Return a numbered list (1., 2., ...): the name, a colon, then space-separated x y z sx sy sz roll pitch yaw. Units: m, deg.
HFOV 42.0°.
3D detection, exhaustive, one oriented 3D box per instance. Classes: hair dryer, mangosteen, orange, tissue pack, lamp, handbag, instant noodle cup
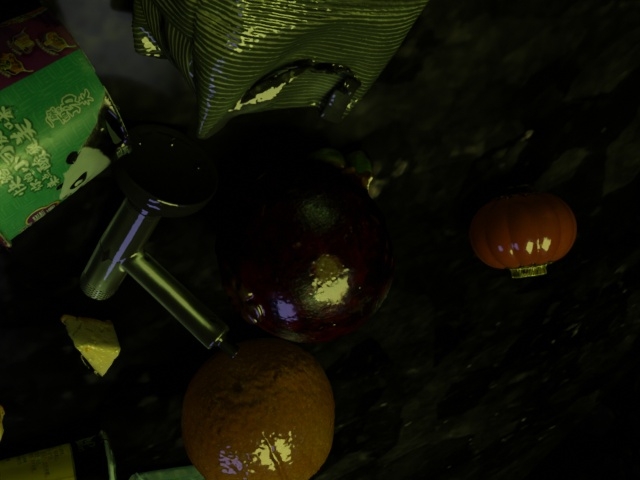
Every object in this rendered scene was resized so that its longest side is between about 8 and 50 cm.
1. hair dryer: -0.211 0.018 1.278 0.284 0.156 0.320 25 130 -4
2. mangosteen: 0.000 0.000 1.371 0.359 0.306 0.306 -36 149 -23
3. orange: -0.120 0.366 1.708 0.322 0.322 0.357 -28 152 -7
4. tissue pack: -0.364 0.628 2.031 0.263 0.089 0.177 8 131 -43
5. lamp: 0.425 -0.021 1.759 0.223 0.197 0.223 -9 178 0
6. handbag: -0.059 -0.273 1.020 0.340 0.247 0.240 -12 142 -36
7. instant noodle cup: -0.534 0.499 1.658 0.236 0.216 0.216 -3 137 -25
8. instant noodle cup: -0.351 -0.142 0.977 0.190 0.251 0.251 -33 147 -14

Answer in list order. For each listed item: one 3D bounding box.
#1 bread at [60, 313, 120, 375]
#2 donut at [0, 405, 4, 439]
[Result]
1. bread: -0.412 0.186 1.450 0.109 0.084 0.080 16 121 -48
2. donut: -0.650 0.350 1.483 0.178 0.065 0.162 -22 144 -14
